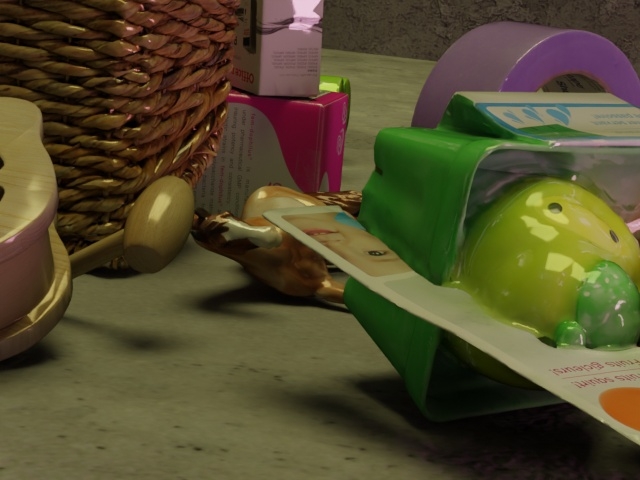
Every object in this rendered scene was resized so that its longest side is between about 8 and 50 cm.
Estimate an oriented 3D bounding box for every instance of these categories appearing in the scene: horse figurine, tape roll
[{"bbox_3d":[0.000,0.000,1.267,0.174,0.066,0.263,11,13,-1],"label":"horse figurine"},{"bbox_3d":[0.163,-0.073,1.400,0.189,0.189,0.080,-4,14,-40],"label":"tape roll"}]

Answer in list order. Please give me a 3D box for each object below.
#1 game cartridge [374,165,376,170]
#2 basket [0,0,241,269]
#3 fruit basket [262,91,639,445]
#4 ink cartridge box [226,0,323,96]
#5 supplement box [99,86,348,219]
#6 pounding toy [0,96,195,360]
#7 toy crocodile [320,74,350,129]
[{"bbox_3d":[0.261,-0.063,1.702,0.323,0.053,0.285,-7,8,-42],"label":"game cartridge"},{"bbox_3d":[-0.221,-0.109,1.354,0.299,0.223,0.213,7,6,19],"label":"basket"},{"bbox_3d":[0.196,0.030,0.934,0.327,0.165,0.353,-3,16,-39],"label":"fruit basket"},{"bbox_3d":[-0.042,-0.188,1.451,0.056,0.135,0.099,-3,13,-25],"label":"ink cartridge box"},{"bbox_3d":[-0.096,-0.076,1.499,0.220,0.111,0.114,8,11,12],"label":"supplement box"},{"bbox_3d":[-0.214,0.019,1.030,0.269,0.155,0.154,2,38,6],"label":"pounding toy"},{"bbox_3d":[-0.033,-0.121,1.853,0.115,0.105,0.340,5,6,4],"label":"toy crocodile"}]
